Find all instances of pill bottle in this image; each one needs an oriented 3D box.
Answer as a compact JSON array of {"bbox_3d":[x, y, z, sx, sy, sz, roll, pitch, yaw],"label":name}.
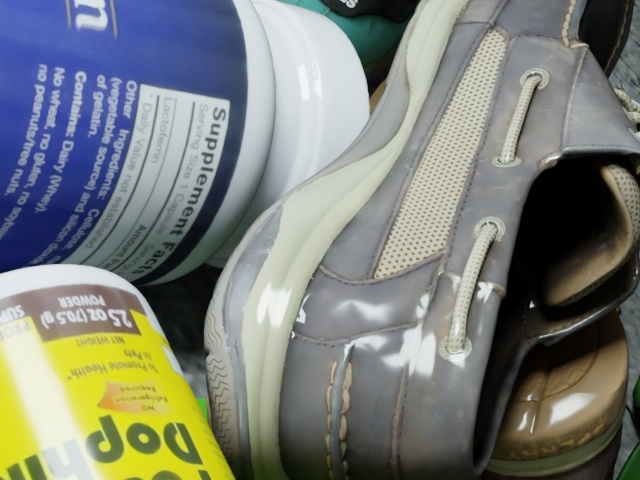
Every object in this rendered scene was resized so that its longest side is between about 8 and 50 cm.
[{"bbox_3d":[-0.075,0.122,0.615,0.117,0.117,0.215,1,50,-44],"label":"pill bottle"},{"bbox_3d":[-0.115,-0.059,0.753,0.265,0.153,0.153,7,46,-41],"label":"pill bottle"}]

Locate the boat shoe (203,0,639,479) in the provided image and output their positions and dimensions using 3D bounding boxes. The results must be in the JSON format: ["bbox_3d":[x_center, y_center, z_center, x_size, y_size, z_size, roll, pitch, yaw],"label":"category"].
[{"bbox_3d":[0.081,-0.012,0.773,0.130,0.132,0.355,16,46,22],"label":"boat shoe"}]

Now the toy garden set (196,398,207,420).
[{"bbox_3d":[0.034,0.173,0.731,0.204,0.049,0.244,0,50,-43],"label":"toy garden set"}]

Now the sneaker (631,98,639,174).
[{"bbox_3d":[0.229,-0.073,1.211,0.118,0.042,0.067,36,37,-21],"label":"sneaker"}]

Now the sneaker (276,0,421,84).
[{"bbox_3d":[0.054,-0.182,1.090,0.108,0.121,0.302,40,33,-2],"label":"sneaker"}]

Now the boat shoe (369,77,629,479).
[{"bbox_3d":[0.095,0.019,0.927,0.342,0.123,0.123,-101,173,-53],"label":"boat shoe"}]

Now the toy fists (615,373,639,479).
[{"bbox_3d":[0.225,0.133,0.927,0.142,0.096,0.279,30,35,2],"label":"toy fists"}]
